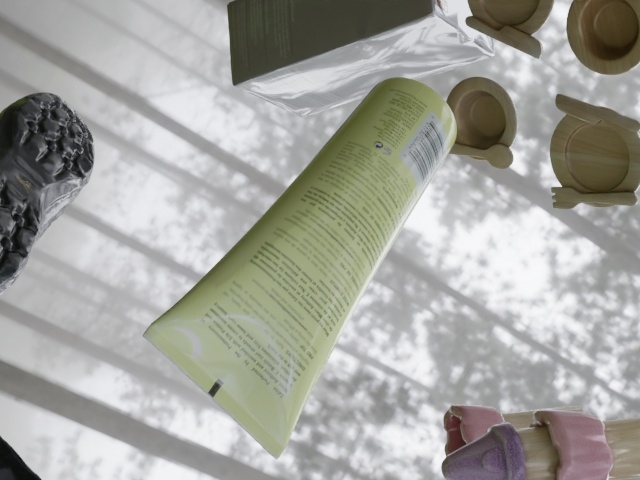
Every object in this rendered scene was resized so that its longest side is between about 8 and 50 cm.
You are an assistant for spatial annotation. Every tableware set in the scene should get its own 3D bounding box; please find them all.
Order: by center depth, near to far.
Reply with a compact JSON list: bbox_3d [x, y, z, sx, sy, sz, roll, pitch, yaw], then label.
[{"bbox_3d":[0.140,-0.102,0.724,0.141,0.020,0.169,21,-60,35],"label":"tableware set"}]

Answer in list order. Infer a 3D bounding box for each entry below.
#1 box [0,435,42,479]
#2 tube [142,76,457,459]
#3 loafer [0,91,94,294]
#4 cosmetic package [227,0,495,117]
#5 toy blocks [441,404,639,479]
[{"bbox_3d":[-0.180,0.184,0.422,0.153,0.108,0.207,-27,157,-50],"label":"box"},{"bbox_3d":[0.000,0.000,0.646,0.070,0.062,0.240,17,-131,21],"label":"tube"},{"bbox_3d":[-0.207,-0.028,0.757,0.078,0.076,0.223,-32,-158,24],"label":"loafer"},{"bbox_3d":[0.038,-0.208,1.155,0.238,0.127,0.107,-16,-110,30],"label":"cosmetic package"},{"bbox_3d":[0.135,0.282,0.891,0.288,0.260,0.309,144,-59,-77],"label":"toy blocks"}]
